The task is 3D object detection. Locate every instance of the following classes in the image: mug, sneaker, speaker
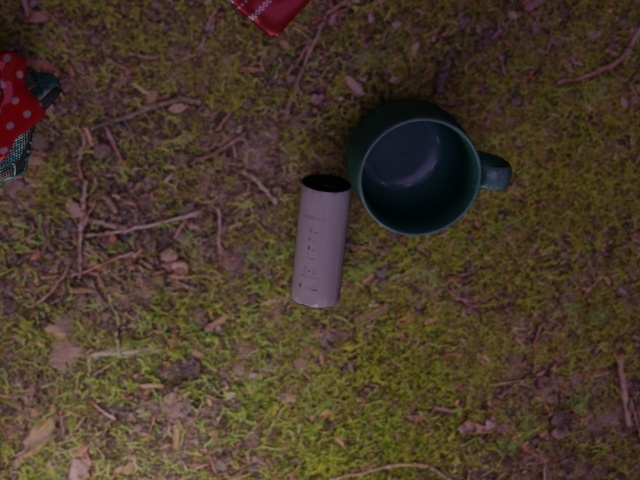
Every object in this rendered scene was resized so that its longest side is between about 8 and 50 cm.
[{"bbox_3d":[0.102,-0.074,1.868,0.157,0.097,0.129,36,100,-23],"label":"mug"},{"bbox_3d":[-0.317,-0.103,1.821,0.166,0.065,0.076,-40,129,12],"label":"sneaker"},{"bbox_3d":[0.000,0.000,1.908,0.055,0.055,0.136,1,112,-9],"label":"speaker"}]

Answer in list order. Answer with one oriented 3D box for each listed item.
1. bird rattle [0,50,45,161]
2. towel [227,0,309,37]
[{"bbox_3d":[-0.402,-0.169,1.742,0.207,0.143,0.253,-29,110,29],"label":"bird rattle"},{"bbox_3d":[-0.076,-0.352,1.761,0.275,0.031,0.199,41,104,-20],"label":"towel"}]
